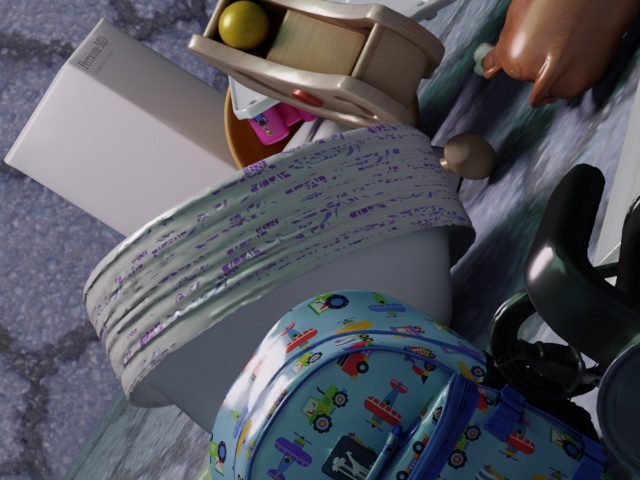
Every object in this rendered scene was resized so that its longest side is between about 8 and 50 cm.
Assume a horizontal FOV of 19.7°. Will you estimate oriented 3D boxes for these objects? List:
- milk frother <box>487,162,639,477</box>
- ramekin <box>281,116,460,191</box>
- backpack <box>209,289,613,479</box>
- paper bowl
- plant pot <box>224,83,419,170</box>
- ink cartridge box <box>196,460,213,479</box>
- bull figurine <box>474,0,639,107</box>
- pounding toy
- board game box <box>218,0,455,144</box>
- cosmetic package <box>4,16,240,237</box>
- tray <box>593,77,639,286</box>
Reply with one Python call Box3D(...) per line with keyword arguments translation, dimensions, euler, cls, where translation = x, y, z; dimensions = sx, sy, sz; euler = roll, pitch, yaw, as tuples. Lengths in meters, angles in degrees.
Box3D(translation=(0.137, 0.052, 0.794), dimensions=(0.135, 0.129, 0.143), euler=(-66, -8, -56), cls="milk frother")
Box3D(translation=(0.000, 0.000, 1.725), dimensions=(0.277, 0.135, 0.277), euler=(-56, 8, 11), cls="ramekin")
Box3D(translation=(0.036, 0.114, 0.911), dimensions=(0.158, 0.173, 0.117), euler=(-55, 8, 5), cls="backpack")
Box3D(translation=(-0.018, 0.044, 1.351), dimensions=(0.284, 0.148, 0.284), euler=(-25, -14, -7), cls="paper bowl")
Box3D(translation=(0.019, -0.140, 2.025), dimensions=(0.205, 0.205, 0.188), euler=(-55, -7, 15), cls="plant pot")
Box3D(translation=(-0.077, 0.238, 1.507), dimensions=(0.109, 0.062, 0.209), euler=(-58, 8, -7), cls="ink cartridge box")
Box3D(translation=(0.227, -0.235, 1.419), dimensions=(0.310, 0.101, 0.188), euler=(-55, 4, -7), cls="bull figurine")
Box3D(translation=(0.010, -0.115, 1.530), dimensions=(0.155, 0.269, 0.154), euler=(-66, -20, -5), cls="pounding toy")
Box3D(translation=(0.085, -0.265, 1.796), dimensions=(0.390, 0.050, 0.390), euler=(-29, 24, 7), cls="board game box")
Box3D(translation=(-0.155, -0.079, 2.134), dimensions=(0.155, 0.365, 0.197), euler=(-54, 9, 23), cls="cosmetic package")
Box3D(translation=(0.213, -0.066, 1.079), dimensions=(0.145, 0.030, 0.270), euler=(-49, 11, 39), cls="tray")
